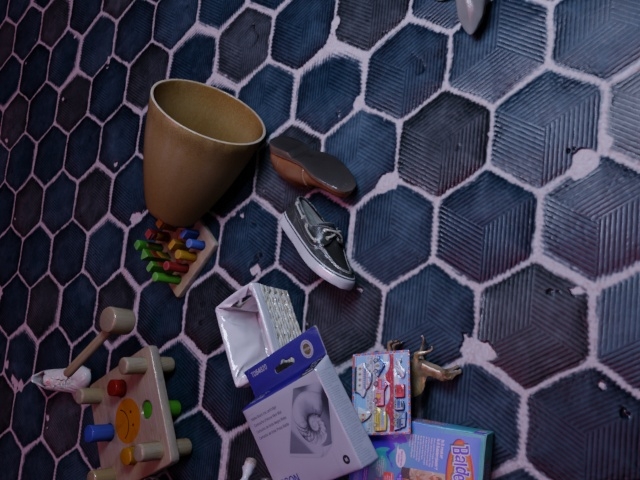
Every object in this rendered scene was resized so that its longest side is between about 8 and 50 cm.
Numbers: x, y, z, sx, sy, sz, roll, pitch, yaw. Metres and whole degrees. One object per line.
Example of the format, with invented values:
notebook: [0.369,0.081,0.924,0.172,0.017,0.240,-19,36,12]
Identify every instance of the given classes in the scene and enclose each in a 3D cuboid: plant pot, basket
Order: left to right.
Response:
plant pot: [-0.270,-0.162,1.398,0.237,0.237,0.254,51,126,34]
basket: [-0.107,0.177,1.257,0.113,0.103,0.167,-35,60,30]

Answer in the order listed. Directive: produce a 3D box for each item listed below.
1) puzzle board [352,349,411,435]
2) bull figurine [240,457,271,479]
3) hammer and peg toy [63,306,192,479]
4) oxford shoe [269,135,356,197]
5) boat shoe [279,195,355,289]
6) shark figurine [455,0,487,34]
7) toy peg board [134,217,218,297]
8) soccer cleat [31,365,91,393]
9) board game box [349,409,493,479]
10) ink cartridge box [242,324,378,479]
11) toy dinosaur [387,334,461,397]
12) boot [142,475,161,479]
puzzle board: [0.093,0.235,1.047,0.096,0.011,0.128,-9,63,24]
bull figurine: [-0.150,0.503,1.174,0.310,0.101,0.188,-40,22,33]
hammer and peg toy: [-0.424,0.343,1.478,0.266,0.127,0.361,-35,61,32]
oxford shoe: [-0.015,-0.124,1.274,0.212,0.076,0.076,34,134,36]
boat shoe: [0.000,0.000,1.218,0.070,0.078,0.219,-55,51,19]
shark figurine: [0.186,-0.478,1.132,0.278,0.116,0.166,42,107,35]
toy peg board: [-0.326,0.012,1.489,0.160,0.079,0.161,-52,54,20]
soccer cleat: [-0.647,0.349,1.695,0.196,0.076,0.068,-11,74,38]
board game box: [0.147,0.352,1.022,0.210,0.047,0.160,4,84,29]
ink cartridge box: [-0.037,0.280,1.084,0.223,0.045,0.224,-40,71,41]
toy dinosaur: [0.131,0.207,1.085,0.183,0.053,0.092,-23,69,35]
boot: [-0.380,0.691,1.361,0.377,0.138,0.284,-48,58,18]
